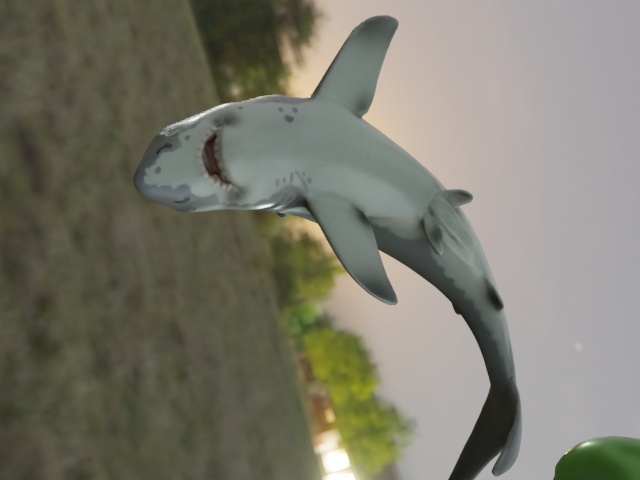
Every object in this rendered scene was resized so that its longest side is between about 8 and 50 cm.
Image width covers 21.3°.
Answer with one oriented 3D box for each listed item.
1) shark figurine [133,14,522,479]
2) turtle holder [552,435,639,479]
[{"bbox_3d":[0.023,0.002,0.899,0.278,0.116,0.166,43,57,-24],"label":"shark figurine"},{"bbox_3d":[0.199,0.190,0.419,0.227,0.320,0.243,-33,127,-75],"label":"turtle holder"}]
